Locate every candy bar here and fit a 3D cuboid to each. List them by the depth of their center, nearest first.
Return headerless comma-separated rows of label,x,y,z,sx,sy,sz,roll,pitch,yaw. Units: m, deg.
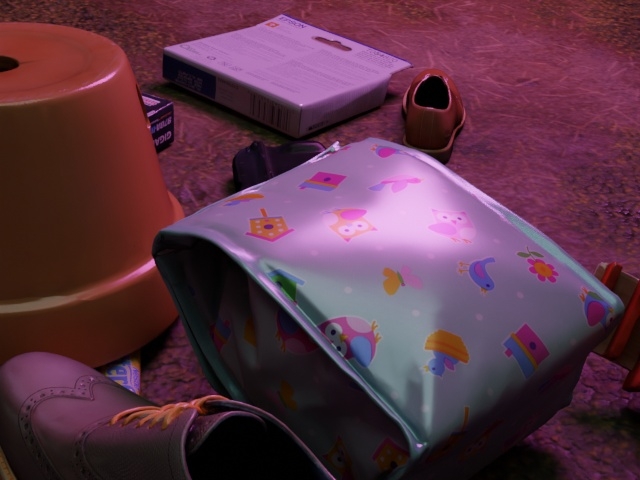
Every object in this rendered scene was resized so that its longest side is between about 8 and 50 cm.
candy bar,-0.151,0.114,0.854,0.040,0.018,0.161,0,31,-9

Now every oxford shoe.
oxford shoe,-0.080,0.135,0.684,0.364,0.133,0.130,26,31,34
oxford shoe,0.134,-0.164,1.326,0.076,0.076,0.212,5,28,3

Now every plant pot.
plant pot,-0.248,-0.048,0.912,0.291,0.203,0.291,2,28,-1

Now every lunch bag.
lunch bag,0.035,0.046,0.815,0.223,0.160,0.262,-28,60,-34

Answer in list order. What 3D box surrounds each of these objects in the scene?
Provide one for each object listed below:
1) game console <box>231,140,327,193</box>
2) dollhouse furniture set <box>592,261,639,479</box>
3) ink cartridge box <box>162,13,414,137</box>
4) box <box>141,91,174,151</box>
game console,0.000,0.000,1.052,0.213,0.044,0.361,0,32,-11
dollhouse furniture set,0.268,0.065,0.790,0.135,0.262,0.259,27,-7,3
ink cartridge box,-0.038,-0.205,1.393,0.223,0.045,0.224,27,35,31
box,-0.293,-0.126,1.208,0.220,0.051,0.175,19,33,22
